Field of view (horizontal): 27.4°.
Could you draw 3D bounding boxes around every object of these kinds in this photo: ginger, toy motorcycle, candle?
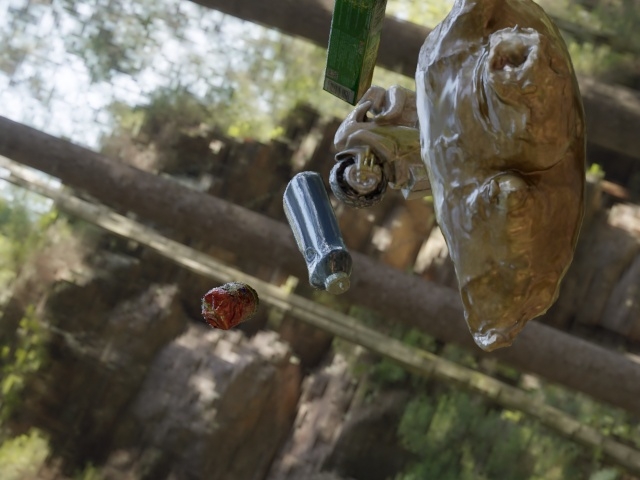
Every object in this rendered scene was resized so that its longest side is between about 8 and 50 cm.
[{"bbox_3d":[0.139,-0.055,0.955,0.219,0.123,0.270,87,174,-61],"label":"ginger"},{"bbox_3d":[0.150,-0.172,2.187,0.340,0.223,0.108,-13,-26,-21],"label":"toy motorcycle"},{"bbox_3d":[-0.107,0.076,1.528,0.130,0.052,0.052,-11,-59,-81],"label":"candle"}]

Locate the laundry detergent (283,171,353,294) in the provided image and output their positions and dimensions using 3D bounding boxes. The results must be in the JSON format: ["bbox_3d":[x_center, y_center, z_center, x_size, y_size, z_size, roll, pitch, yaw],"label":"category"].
[{"bbox_3d":[0.001,0.000,1.848,0.206,0.061,0.097,-111,30,-42],"label":"laundry detergent"}]

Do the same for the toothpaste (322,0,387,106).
[{"bbox_3d":[0.036,-0.206,1.333,0.037,0.043,0.178,-53,-13,-27],"label":"toothpaste"}]
